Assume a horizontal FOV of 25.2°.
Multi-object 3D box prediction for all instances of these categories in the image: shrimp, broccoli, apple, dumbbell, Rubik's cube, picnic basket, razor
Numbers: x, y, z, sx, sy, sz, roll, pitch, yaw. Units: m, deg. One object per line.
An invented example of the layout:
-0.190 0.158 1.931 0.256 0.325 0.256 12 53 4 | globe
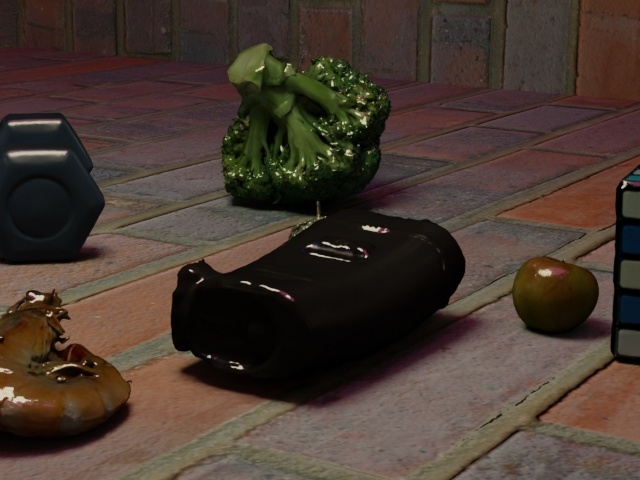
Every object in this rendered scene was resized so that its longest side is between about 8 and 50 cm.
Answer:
-0.236 0.104 1.272 0.152 0.063 0.287 10 17 -1 | shrimp
-0.038 -0.164 2.041 0.270 0.270 0.270 14 -25 43 | broccoli
0.245 0.055 1.489 0.090 0.074 0.089 3 12 -1 | apple
-0.366 -0.075 1.849 0.156 0.143 0.316 -2 14 -12 | dumbbell
0.394 0.019 1.416 0.184 0.182 0.187 7 14 23 | Rubik's cube
0.000 0.000 1.744 0.083 0.065 0.083 -9 36 -2 | picnic basket
0.003 0.052 1.414 0.189 0.107 0.327 9 17 30 | razor
